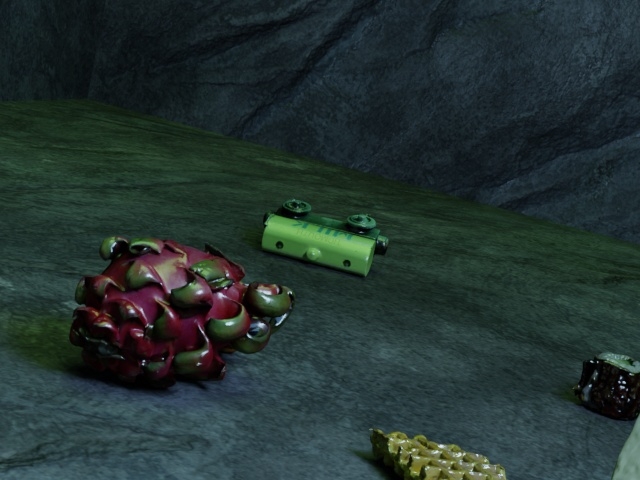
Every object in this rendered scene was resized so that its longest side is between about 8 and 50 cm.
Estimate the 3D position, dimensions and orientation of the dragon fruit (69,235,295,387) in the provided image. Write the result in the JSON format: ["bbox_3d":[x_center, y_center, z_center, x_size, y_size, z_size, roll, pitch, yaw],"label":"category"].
[{"bbox_3d":[-0.167,0.095,1.587,0.272,0.218,0.198,16,55,-8],"label":"dragon fruit"}]

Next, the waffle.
[{"bbox_3d":[0.123,0.257,1.424,0.192,0.046,0.160,19,12,31],"label":"waffle"}]

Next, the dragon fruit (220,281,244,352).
[{"bbox_3d":[-0.124,0.093,1.759,0.068,0.126,0.112,-2,25,-35],"label":"dragon fruit"}]

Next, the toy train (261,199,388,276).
[{"bbox_3d":[0.000,0.000,2.496,0.253,0.105,0.157,15,25,9],"label":"toy train"}]

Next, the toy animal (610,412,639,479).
[{"bbox_3d":[0.418,0.290,1.269,0.266,0.188,0.307,-38,13,-35],"label":"toy animal"}]

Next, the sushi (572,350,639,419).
[{"bbox_3d":[0.434,0.215,1.902,0.094,0.084,0.098,23,19,30],"label":"sushi"}]
